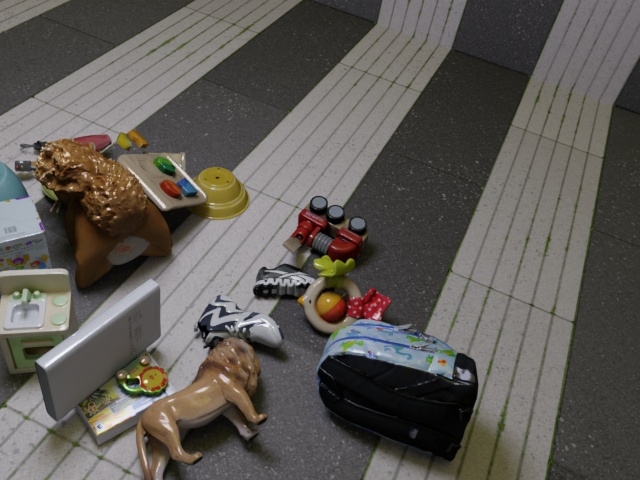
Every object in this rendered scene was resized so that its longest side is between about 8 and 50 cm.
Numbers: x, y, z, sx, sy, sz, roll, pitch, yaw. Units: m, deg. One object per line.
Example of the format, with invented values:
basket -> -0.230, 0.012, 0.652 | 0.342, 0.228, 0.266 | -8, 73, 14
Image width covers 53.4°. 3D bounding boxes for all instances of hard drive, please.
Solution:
hard drive -> -0.482, 0.241, 1.422 | 0.040, 0.203, 0.307 | 32, 46, 19

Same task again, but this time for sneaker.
sneaker -> -0.222, 0.242, 1.629 | 0.235, 0.094, 0.153 | 29, 47, 18
sneaker -> -0.074, 0.110, 1.812 | 0.235, 0.078, 0.106 | 2, 47, -8

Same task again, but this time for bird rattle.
bird rattle -> 0.054, 0.164, 1.742 | 0.207, 0.253, 0.143 | -40, 18, -8

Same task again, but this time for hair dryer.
hair dryer -> -0.816, -0.303, 2.023 | 0.294, 0.080, 0.223 | -7, 34, -10

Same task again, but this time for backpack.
backpack -> 0.166, 0.335, 1.514 | 0.356, 0.290, 0.273 | 6, 35, 2

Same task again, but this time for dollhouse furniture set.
dollhouse furniture set -> -0.489, -0.165, 1.992 | 0.130, 0.129, 0.183 | -1, 69, -14

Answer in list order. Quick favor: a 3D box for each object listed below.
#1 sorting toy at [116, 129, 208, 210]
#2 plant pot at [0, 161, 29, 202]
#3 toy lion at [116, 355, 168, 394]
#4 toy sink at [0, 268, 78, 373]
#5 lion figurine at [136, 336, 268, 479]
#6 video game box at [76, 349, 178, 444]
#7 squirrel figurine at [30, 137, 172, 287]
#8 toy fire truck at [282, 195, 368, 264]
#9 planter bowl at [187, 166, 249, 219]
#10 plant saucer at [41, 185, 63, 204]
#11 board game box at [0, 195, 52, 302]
sorting toy -> -0.480, -0.214, 1.850 | 0.307, 0.041, 0.229 | 46, 22, 6
plant pot -> -0.921, -0.087, 1.709 | 0.293, 0.235, 0.292 | 7, 43, -7
toy lion -> -0.409, 0.323, 1.482 | 0.100, 0.034, 0.096 | -31, 66, -37
toy sink -> -0.655, 0.193, 1.478 | 0.153, 0.234, 0.131 | -2, 45, -16
lion figurine -> -0.280, 0.377, 1.435 | 0.392, 0.142, 0.240 | -22, 59, -35
video game box -> -0.470, 0.349, 1.495 | 0.205, 0.048, 0.187 | -26, 52, -34
squirrel figurine -> -0.608, -0.133, 1.708 | 0.281, 0.397, 0.370 | -27, 68, -26
toy fire truck -> 0.000, 0.000, 1.908 | 0.217, 0.158, 0.246 | 30, 57, 17
planter bowl -> -0.332, -0.171, 2.037 | 0.217, 0.090, 0.217 | 7, 43, -7
plant saucer -> -0.739, -0.176, 1.986 | 0.241, 0.037, 0.240 | 6, 44, -6
board game box -> -0.751, 0.049, 1.574 | 0.145, 0.275, 0.142 | -16, 50, -27
